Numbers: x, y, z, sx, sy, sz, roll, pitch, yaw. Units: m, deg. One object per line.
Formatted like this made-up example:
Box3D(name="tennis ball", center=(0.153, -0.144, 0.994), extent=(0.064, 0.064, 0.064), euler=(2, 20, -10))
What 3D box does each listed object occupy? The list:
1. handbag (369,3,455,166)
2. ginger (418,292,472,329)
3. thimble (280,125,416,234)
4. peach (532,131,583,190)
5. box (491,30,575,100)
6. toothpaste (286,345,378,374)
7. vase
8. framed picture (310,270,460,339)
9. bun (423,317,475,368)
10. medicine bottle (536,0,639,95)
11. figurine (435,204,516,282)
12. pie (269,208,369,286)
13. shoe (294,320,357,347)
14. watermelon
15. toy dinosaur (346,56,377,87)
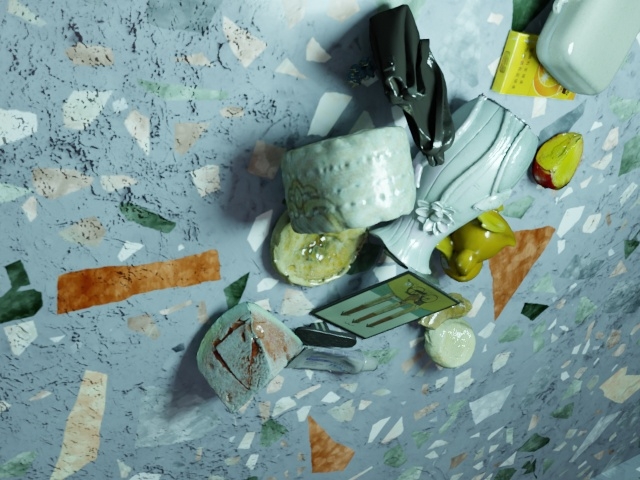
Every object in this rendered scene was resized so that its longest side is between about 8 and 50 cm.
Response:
Box3D(name="handbag", center=(0.200, -0.322, 1.407), extent=(0.113, 0.257, 0.285), euler=(-16, 136, 20))
Box3D(name="ginger", center=(0.364, 0.208, 1.968), extent=(0.190, 0.095, 0.069), euler=(-14, 146, -22))
Box3D(name="thimble", center=(0.056, -0.130, 1.412), extent=(0.291, 0.291, 0.195), euler=(-14, 98, -23))
Box3D(name="peach", center=(0.657, -0.226, 1.851), extent=(0.127, 0.092, 0.172), euler=(16, 99, -43))
Box3D(name="box", center=(0.565, -0.440, 1.679), extent=(0.269, 0.043, 0.152), euler=(-2, 120, -30))
Box3D(name="toothpaste", center=(0.047, 0.341, 1.880), extent=(0.282, 0.068, 0.099), euler=(11, 107, -35))
Box3D(name="vase", center=(0.319, -0.124, 1.624), extent=(0.250, 0.250, 0.445), euler=(29, 103, -41))
Box3D(name="framed picture", center=(0.172, 0.178, 1.766), extent=(0.324, 0.013, 0.244), euler=(-27, 140, 32))
Box3D(name="bun", center=(0.390, 0.308, 2.045), extent=(0.188, 0.111, 0.164), euler=(16, 94, -34))
Box3D(name="medicine bottle", center=(0.672, -0.551, 1.580), extent=(0.282, 0.123, 0.375), euler=(23, 96, -41))
Box3D(name="figurine", center=(0.408, 0.002, 1.784), extent=(0.228, 0.215, 0.215), euler=(-30, 140, 31))
Box3D(name="pie", center=(0.000, 0.000, 1.627), extent=(0.274, 0.055, 0.274), euler=(-15, 127, -21))
Box3D(name="shoe", center=(0.012, 0.252, 1.808), extent=(0.179, 0.049, 0.071), euler=(11, 136, -16))
Box3D(name="watermelon", center=(-0.156, 0.301, 1.641), extent=(0.213, 0.201, 0.261), euler=(-43, 137, 11))
Box3D(name="toy dinosaur", center=(0.094, -0.368, 1.452), extent=(0.083, 0.030, 0.047), euler=(-35, 133, -5))
